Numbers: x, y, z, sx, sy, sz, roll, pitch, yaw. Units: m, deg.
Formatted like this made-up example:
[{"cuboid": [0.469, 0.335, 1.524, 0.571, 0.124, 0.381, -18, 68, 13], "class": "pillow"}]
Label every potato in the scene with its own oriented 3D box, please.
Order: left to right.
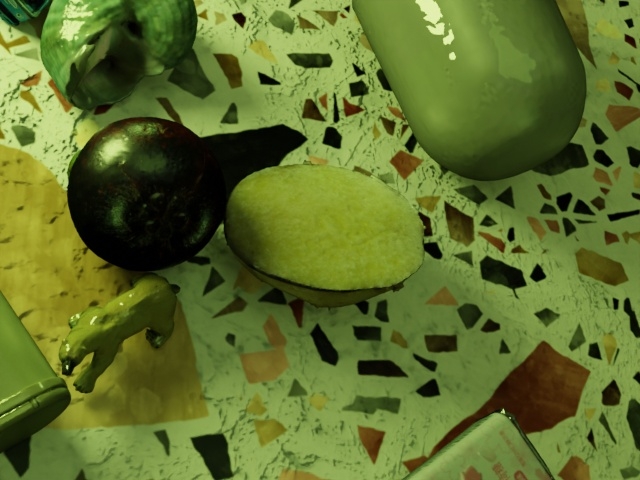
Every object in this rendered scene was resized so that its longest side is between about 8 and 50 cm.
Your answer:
[{"cuboid": [0.000, 0.000, 1.352, 0.299, 0.116, 0.239, 6, 57, -10], "class": "potato"}]

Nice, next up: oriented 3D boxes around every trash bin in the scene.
[{"cuboid": [-0.456, 0.147, 1.063, 0.243, 0.121, 0.247, -27, 77, -32], "class": "trash bin"}]

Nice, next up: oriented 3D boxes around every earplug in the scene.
[{"cuboid": [0.258, -0.296, 1.509, 0.313, 0.312, 0.394, -12, 74, -29], "class": "earplug"}]

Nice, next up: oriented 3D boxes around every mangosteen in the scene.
[{"cuboid": [-0.235, -0.065, 1.233, 0.216, 0.216, 0.216, 11, 62, -20], "class": "mangosteen"}]

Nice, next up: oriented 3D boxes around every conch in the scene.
[{"cuboid": [-0.285, -0.318, 1.348, 0.195, 0.220, 0.277, 12, 28, 19], "class": "conch"}]

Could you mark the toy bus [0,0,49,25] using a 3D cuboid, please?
[{"cuboid": [-0.427, -0.409, 1.358, 0.090, 0.106, 0.184, 52, 49, -32], "class": "toy bus"}]

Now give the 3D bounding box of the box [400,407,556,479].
[{"cuboid": [0.170, 0.399, 1.236, 0.370, 0.112, 0.190, -26, 78, -35], "class": "box"}]

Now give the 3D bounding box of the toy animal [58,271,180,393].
[{"cuboid": [-0.264, 0.109, 1.173, 0.219, 0.101, 0.103, -33, 84, -38], "class": "toy animal"}]
